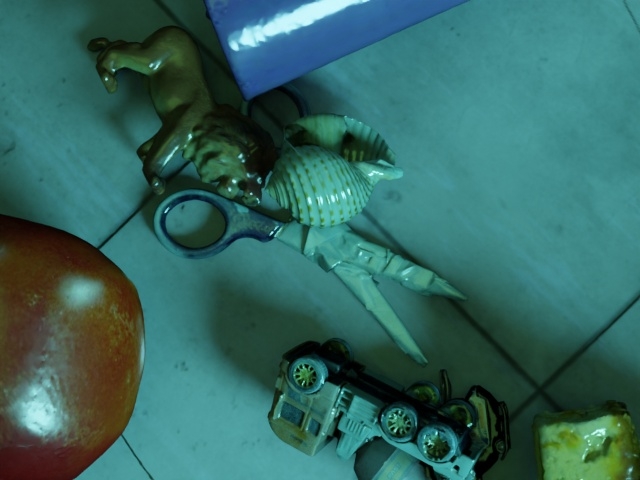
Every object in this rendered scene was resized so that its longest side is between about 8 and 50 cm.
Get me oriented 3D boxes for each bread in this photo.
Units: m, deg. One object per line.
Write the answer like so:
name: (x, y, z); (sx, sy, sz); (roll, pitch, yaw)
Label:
bread: (0.293, 0.314, 0.976); (0.114, 0.185, 0.275); (-6, 83, 14)

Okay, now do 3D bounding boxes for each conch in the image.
conch: (0.005, -0.078, 1.065); (0.102, 0.153, 0.135); (-40, 65, 43)

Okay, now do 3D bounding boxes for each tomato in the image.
tomato: (-0.358, 0.117, 1.016); (0.325, 0.290, 0.293); (19, 85, 14)

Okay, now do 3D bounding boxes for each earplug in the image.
earplug: (0.079, -0.338, 1.072); (0.455, 0.215, 0.215); (-20, 81, 0)

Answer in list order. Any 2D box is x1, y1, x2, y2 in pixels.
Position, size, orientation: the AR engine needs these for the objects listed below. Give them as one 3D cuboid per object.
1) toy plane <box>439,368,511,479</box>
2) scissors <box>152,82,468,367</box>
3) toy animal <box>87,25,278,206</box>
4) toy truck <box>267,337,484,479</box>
toy plane: (0.178, 0.246, 1.065); (0.078, 0.053, 0.197); (-3, 82, 14)
scissors: (0.000, 0.000, 1.121); (0.383, 0.029, 0.256); (39, 89, 9)
toy animal: (-0.166, -0.163, 1.118); (0.157, 0.097, 0.312); (-25, 73, -5)
toy truck: (0.064, 0.221, 1.032); (0.256, 0.108, 0.140); (25, 106, 17)
